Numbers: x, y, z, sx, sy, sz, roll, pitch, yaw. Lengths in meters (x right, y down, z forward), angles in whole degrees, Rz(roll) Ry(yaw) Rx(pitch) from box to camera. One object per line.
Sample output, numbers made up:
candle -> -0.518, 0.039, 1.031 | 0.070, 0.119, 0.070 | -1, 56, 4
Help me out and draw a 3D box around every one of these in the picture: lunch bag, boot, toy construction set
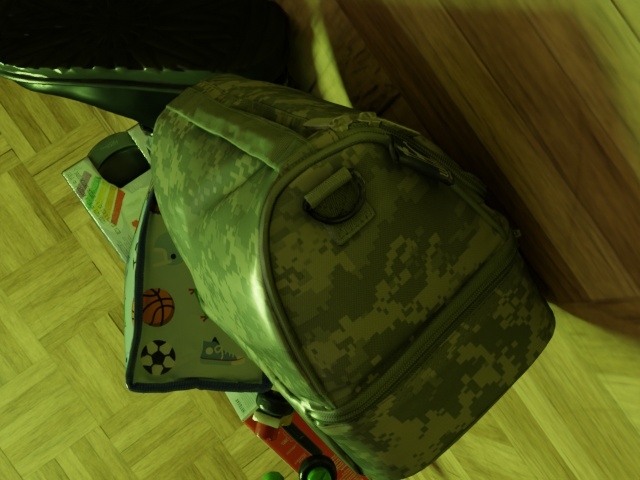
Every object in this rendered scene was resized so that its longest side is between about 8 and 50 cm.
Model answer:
lunch bag -> -0.168, 0.008, 1.209 | 0.328, 0.238, 0.386 | 178, 94, -77
boot -> -0.173, -0.134, 0.853 | 0.347, 0.131, 0.260 | 13, 152, 14
lunch bag -> 0.000, 0.000, 0.635 | 0.256, 0.212, 0.305 | 52, 171, -31
toy construction set -> 0.002, 0.200, 1.273 | 0.237, 0.257, 0.309 | -124, 22, -73

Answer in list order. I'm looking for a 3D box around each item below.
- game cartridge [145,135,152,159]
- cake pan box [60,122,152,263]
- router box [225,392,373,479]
game cartridge -> -0.238, -0.092, 1.609 | 0.230, 0.068, 0.355 | 39, 166, 6
cake pan box -> -0.422, -0.121, 1.866 | 0.267, 0.245, 0.070 | 59, 163, -15
router box -> -0.068, 0.325, 1.518 | 0.301, 0.082, 0.335 | 49, 174, -24
